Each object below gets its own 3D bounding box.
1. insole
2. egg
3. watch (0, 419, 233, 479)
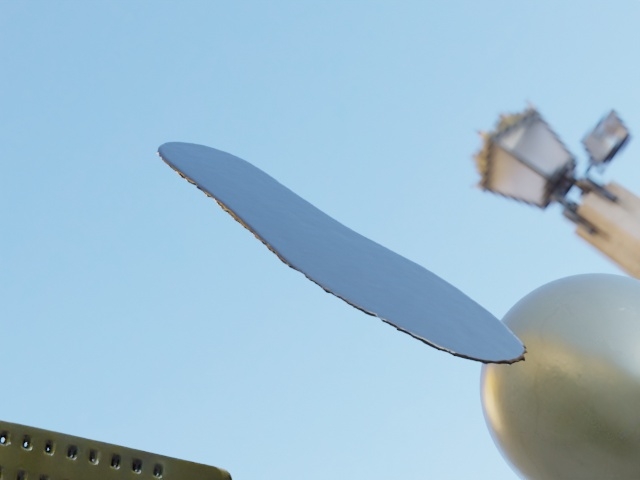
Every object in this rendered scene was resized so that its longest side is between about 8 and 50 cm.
[{"bbox_3d":[0.000,0.000,0.876,0.111,0.328,0.007,1,-65,-45],"label":"insole"},{"bbox_3d":[0.222,0.121,1.047,0.186,0.242,0.186,-3,-76,-13],"label":"egg"},{"bbox_3d":[-0.208,0.169,0.864,0.268,0.102,0.165,15,-35,-19],"label":"watch"}]
